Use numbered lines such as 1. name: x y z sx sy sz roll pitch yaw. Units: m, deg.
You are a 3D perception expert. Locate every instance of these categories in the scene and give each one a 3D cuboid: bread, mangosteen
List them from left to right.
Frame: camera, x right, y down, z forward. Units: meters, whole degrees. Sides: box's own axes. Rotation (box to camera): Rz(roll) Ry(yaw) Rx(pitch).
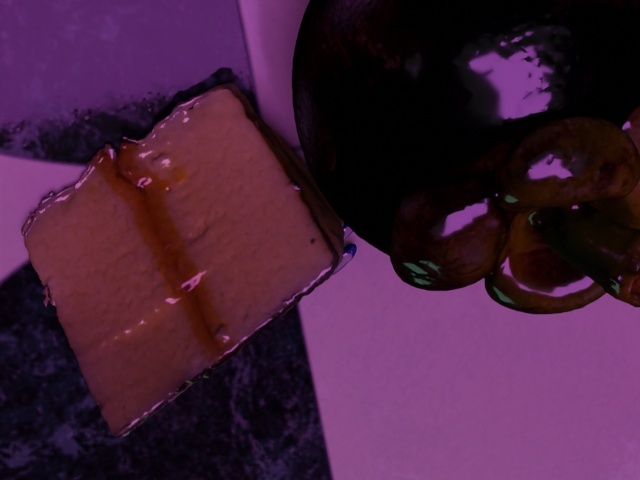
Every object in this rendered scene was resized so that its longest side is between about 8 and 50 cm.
1. bread: -0.121 0.006 0.978 0.240 0.135 0.178 -38 102 11
2. mangosteen: 0.113 -0.092 0.891 0.297 0.297 0.313 37 59 -19

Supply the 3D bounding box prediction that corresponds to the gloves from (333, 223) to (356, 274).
1. gloves: 0.000 0.000 1.058 0.064 0.026 0.086 15 103 -15
